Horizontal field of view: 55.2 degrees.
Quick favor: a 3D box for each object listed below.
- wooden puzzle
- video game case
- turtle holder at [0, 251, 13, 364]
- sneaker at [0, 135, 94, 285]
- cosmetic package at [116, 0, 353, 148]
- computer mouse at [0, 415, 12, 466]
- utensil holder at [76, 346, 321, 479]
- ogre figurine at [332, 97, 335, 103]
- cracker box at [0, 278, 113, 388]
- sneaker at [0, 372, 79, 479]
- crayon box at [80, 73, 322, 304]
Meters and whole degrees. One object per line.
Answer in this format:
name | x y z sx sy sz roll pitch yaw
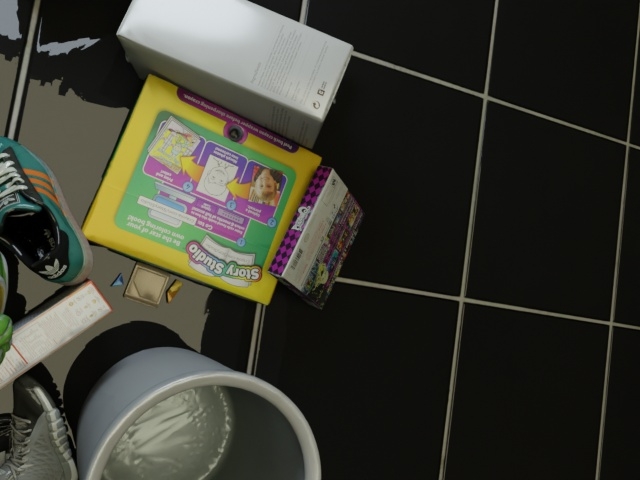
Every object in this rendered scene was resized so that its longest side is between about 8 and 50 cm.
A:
wooden puzzle | -0.326 0.085 1.154 0.116 0.014 0.079 30 72 -20
video game case | 0.000 0.000 1.222 0.232 0.041 0.210 -65 151 -12
turtle holder | -0.542 0.067 0.857 0.320 0.243 0.228 -1 113 7
sneaker | -0.478 -0.063 0.980 0.108 0.121 0.302 -38 77 -4
cosmetic package | -0.147 -0.317 1.093 0.365 0.197 0.155 23 83 -5
computer mouse | -0.526 0.394 1.035 0.106 0.042 0.193 0 88 -25
utensil holder | -0.223 0.347 0.986 0.327 0.385 0.328 1 87 -24
ogre figurine | -0.038 -0.342 1.255 0.197 0.096 0.118 10 72 -35
cracker box | -0.466 0.154 1.010 0.232 0.155 0.067 -36 103 -20
sneaker | -0.479 0.335 0.977 0.132 0.086 0.229 -30 119 -41
crayon box | -0.218 -0.084 1.156 0.362 0.106 0.313 23 82 -22
